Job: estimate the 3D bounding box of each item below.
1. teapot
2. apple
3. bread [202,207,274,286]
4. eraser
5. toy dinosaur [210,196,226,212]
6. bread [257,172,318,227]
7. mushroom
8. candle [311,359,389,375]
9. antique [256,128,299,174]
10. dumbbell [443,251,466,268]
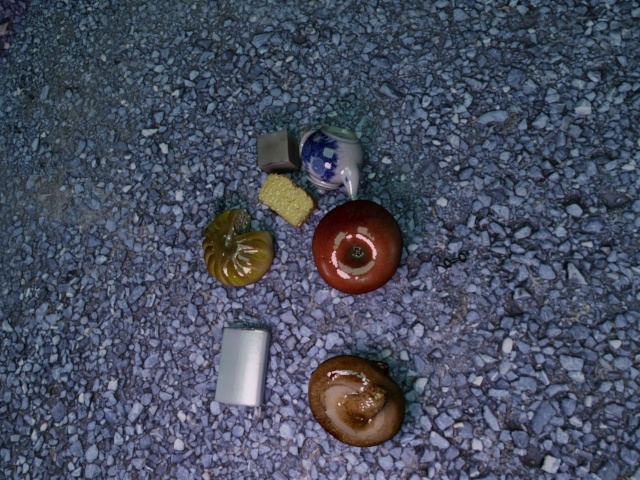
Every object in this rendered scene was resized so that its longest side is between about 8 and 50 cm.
[{"bbox_3d":[0.037,-0.306,1.873,0.424,0.252,0.280,46,128,38],"label":"teapot"},{"bbox_3d":[0.136,0.025,1.709,0.348,0.277,0.348,1,97,9],"label":"apple"},{"bbox_3d":[-0.350,0.031,1.908,0.333,0.160,0.333,-4,76,15],"label":"bread"},{"bbox_3d":[-0.300,0.483,1.810,0.189,0.104,0.290,3,77,10],"label":"eraser"},{"bbox_3d":[-0.449,-0.157,2.047,0.083,0.030,0.047,-45,73,-1],"label":"toy dinosaur"},{"bbox_3d":[-0.118,-0.160,1.912,0.260,0.147,0.160,32,94,23],"label":"bread"},{"bbox_3d":[0.125,0.558,1.614,0.345,0.239,0.345,8,102,39],"label":"mushroom"},{"bbox_3d":[0.108,0.483,1.735,0.302,0.084,0.059,-11,42,18],"label":"candle"},{"bbox_3d":[-0.177,-0.366,1.969,0.152,0.148,0.146,-8,78,21],"label":"antique"},{"bbox_3d":[0.505,0.075,1.752,0.083,0.040,0.036,-23,39,8],"label":"dumbbell"}]
